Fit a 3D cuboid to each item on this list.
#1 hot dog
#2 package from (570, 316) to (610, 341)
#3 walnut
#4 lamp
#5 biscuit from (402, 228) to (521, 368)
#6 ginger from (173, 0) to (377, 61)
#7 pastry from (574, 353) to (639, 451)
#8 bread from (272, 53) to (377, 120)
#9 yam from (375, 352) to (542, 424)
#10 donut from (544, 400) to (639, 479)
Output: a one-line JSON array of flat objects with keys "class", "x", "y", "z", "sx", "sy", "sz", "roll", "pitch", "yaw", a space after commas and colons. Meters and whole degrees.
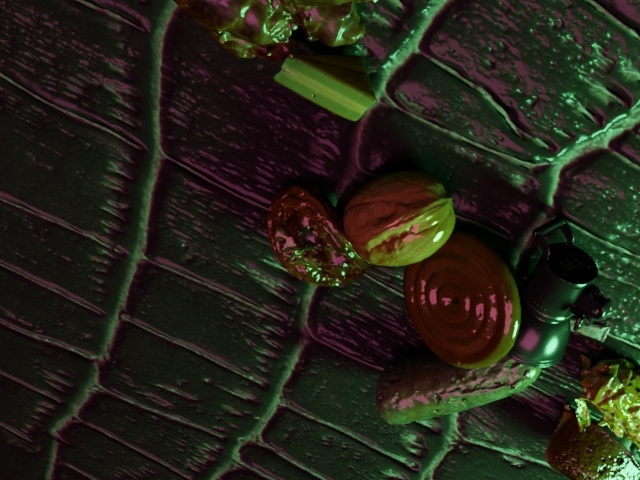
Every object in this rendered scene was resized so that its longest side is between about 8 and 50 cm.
[{"class": "hot dog", "x": -0.001, "y": -0.001, "z": 1.816, "sx": 0.227, "sy": 0.099, "sz": 0.160, "roll": 41, "pitch": 132, "yaw": -20}, {"class": "package", "x": 0.473, "y": 0.157, "z": 1.832, "sx": 0.110, "sy": 0.015, "sz": 0.037, "roll": 17, "pitch": 125, "yaw": 7}, {"class": "walnut", "x": 0.135, "y": -0.037, "z": 1.694, "sx": 0.206, "sy": 0.159, "sz": 0.159, "roll": -22, "pitch": 120, "yaw": 35}, {"class": "lamp", "x": 0.403, "y": 0.098, "z": 1.708, "sx": 0.172, "sy": 0.147, "sz": 0.227, "roll": 47, "pitch": 139, "yaw": 25}, {"class": "biscuit", "x": 0.241, "y": 0.107, "z": 1.767, "sx": 0.262, "sy": 0.037, "sz": 0.262, "roll": 20, "pitch": 118, "yaw": 42}, {"class": "ginger", "x": -0.066, "y": -0.382, "z": 1.462, "sx": 0.357, "sy": 0.152, "sz": 0.274, "roll": -11, "pitch": 125, "yaw": 30}, {"class": "pastry", "x": 0.578, "y": 0.314, "z": 1.870, "sx": 0.250, "sy": 0.102, "sz": 0.154, "roll": 33, "pitch": 129, "yaw": -10}, {"class": "bread", "x": 0.006, "y": -0.238, "z": 1.559, "sx": 0.139, "sy": 0.084, "sz": 0.074, "roll": -4, "pitch": 158, "yaw": -35}, {"class": "yam", "x": 0.270, "y": 0.264, "z": 1.932, "sx": 0.330, "sy": 0.133, "sz": 0.133, "roll": -19, "pitch": 121, "yaw": 28}, {"class": "donut", "x": 0.535, "y": 0.429, "z": 1.953, "sx": 0.186, "sy": 0.126, "sz": 0.144, "roll": 46, "pitch": 169, "yaw": -32}]
